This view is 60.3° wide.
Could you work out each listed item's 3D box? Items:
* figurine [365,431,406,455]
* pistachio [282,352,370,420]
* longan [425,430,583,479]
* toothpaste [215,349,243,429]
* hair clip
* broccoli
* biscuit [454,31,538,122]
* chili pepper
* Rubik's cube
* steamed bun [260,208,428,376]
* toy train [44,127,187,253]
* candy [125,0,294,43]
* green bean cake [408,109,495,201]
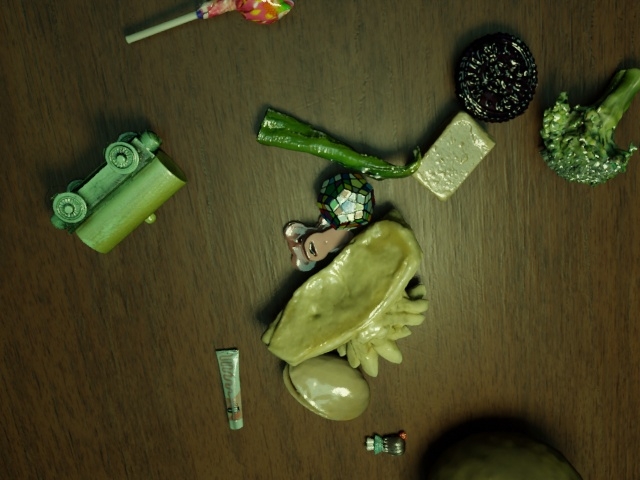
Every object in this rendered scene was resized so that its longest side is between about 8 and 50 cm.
[{"bbox_3d":[0.170,0.524,1.422,0.105,0.047,0.060,2,69,5],"label":"figurine"},{"bbox_3d":[0.020,0.342,1.322,0.223,0.152,0.126,29,146,-2],"label":"pistachio"},{"bbox_3d":[0.435,0.644,1.291,0.390,0.391,0.392,0,105,-2],"label":"longan"},{"bbox_3d":[-0.221,0.369,1.373,0.056,0.036,0.205,-5,101,1],"label":"toothpaste"},{"bbox_3d":[-0.005,-0.001,1.281,0.138,0.102,0.123,-32,108,-27],"label":"hair clip"},{"bbox_3d":[0.566,-0.261,1.175,0.198,0.177,0.275,18,84,-4],"label":"broccoli"},{"bbox_3d":[0.373,-0.344,1.169,0.194,0.053,0.195,-1,96,-9],"label":"biscuit"},{"bbox_3d":[0.038,-0.202,1.194,0.358,0.076,0.085,17,80,3],"label":"chili pepper"},{"bbox_3d":[0.058,-0.085,1.216,0.132,0.112,0.133,0,103,-2],"label":"Rubik's cube"},{"bbox_3d":[0.099,0.157,1.255,0.428,0.189,0.247,-47,59,4],"label":"steamed bun"},{"bbox_3d":[-0.439,-0.099,1.190,0.307,0.126,0.189,-39,103,8],"label":"toy train"},{"bbox_3d":[-0.227,-0.463,1.115,0.365,0.124,0.124,-16,105,10],"label":"candy"},{"bbox_3d":[0.283,-0.186,1.210,0.109,0.085,0.179,37,101,-8],"label":"green bean cake"}]
